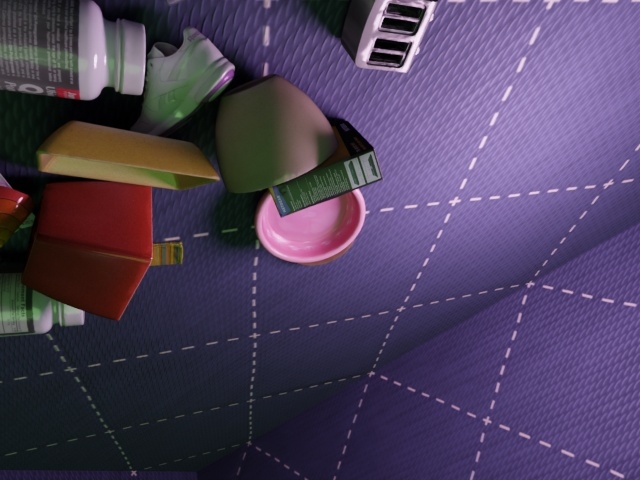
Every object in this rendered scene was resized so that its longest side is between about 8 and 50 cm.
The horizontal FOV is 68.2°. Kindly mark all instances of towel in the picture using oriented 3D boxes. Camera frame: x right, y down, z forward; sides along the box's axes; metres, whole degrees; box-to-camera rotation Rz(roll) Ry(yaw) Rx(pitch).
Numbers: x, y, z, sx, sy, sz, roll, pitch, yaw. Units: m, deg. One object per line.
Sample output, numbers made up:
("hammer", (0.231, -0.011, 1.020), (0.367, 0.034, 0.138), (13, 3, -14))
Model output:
("towel", (-0.539, 0.050, 1.433), (0.237, 0.021, 0.102), (-5, 140, -19))

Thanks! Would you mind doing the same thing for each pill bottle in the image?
("pill bottle", (-0.481, -0.344, 0.829), (0.318, 0.176, 0.176), (1, 139, -25))
("pill bottle", (-0.838, 0.156, 1.275), (0.361, 0.204, 0.204), (0, 139, -25))

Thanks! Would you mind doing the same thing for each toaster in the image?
("toaster", (0.139, -0.468, 1.016), (0.186, 0.110, 0.168), (-2, 139, -22))

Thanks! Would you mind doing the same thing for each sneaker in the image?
("sneaker", (-0.321, -0.326, 1.011), (0.305, 0.114, 0.152), (-30, 110, 29))

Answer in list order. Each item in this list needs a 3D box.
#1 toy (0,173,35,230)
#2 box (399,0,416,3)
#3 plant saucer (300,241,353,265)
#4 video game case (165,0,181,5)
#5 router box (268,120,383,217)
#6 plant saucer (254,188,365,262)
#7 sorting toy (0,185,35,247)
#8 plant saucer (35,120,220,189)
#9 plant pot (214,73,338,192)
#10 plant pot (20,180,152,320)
("toy", (-0.776, -0.102, 1.102), (0.137, 0.056, 0.237), (-15, 148, -13))
("box", (0.121, -0.569, 0.836), (0.183, 0.056, 0.231), (2, 107, -29))
("plant saucer", (0.000, 0.000, 1.604), (0.278, 0.041, 0.278), (-12, 144, -9))
("video game case", (-0.236, -0.542, 0.777), (0.196, 0.026, 0.274), (-18, 150, 8))
("router box", (-0.007, -0.184, 1.145), (0.243, 0.309, 0.081), (-21, 116, 1))
("plant saucer", (-0.034, -0.080, 1.413), (0.332, 0.084, 0.332), (-8, 132, -9))
("sorting toy", (-0.814, 0.008, 1.087), (0.365, 0.126, 0.127), (-24, 148, 19))
("plant saucer", (-0.424, -0.179, 1.033), (0.333, 0.081, 0.333), (5, 179, -30))
("plant pot", (-0.123, -0.258, 1.065), (0.284, 0.284, 0.191), (-21, 115, 2))
("plant pot", (-0.575, 0.005, 1.163), (0.236, 0.267, 0.267), (15, 131, -33))
